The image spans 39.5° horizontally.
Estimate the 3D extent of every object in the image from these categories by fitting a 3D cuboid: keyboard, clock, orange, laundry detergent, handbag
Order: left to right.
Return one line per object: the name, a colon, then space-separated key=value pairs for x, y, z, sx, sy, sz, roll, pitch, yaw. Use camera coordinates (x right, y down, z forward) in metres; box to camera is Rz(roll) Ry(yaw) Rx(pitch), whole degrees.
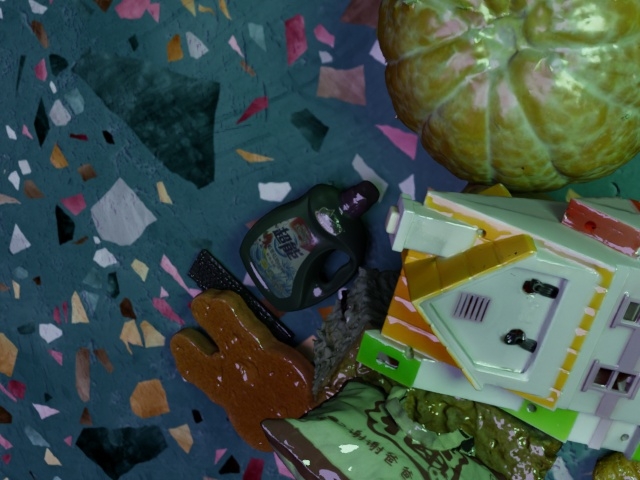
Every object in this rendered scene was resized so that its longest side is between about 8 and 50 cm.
keyboard: x=-0.124 y=0.096 z=1.345 sx=0.195 sy=0.018 sz=0.060 roll=43 pitch=122 yaw=13
laundry detergent: x=0.000 y=0.000 z=1.217 sx=0.222 sy=0.078 sz=0.144 roll=-33 pitch=88 yaw=29
handbag: x=0.068 y=0.215 z=0.839 sx=0.213 sy=0.235 sz=0.127 roll=38 pitch=111 yaw=16
clock: x=0.199 y=0.056 z=0.885 sx=0.309 sy=0.166 sz=0.235 roll=13 pitch=114 yaw=-7
orange: x=0.217 y=-0.208 z=0.936 sx=0.329 sy=0.249 sz=0.329 roll=5 pitch=100 yaw=28

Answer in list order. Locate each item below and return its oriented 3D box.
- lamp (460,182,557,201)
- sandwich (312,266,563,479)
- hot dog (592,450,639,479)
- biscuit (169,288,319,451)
lamp: x=0.229 y=0.017 z=1.050 sx=0.185 sy=0.161 sz=0.161 roll=31 pitch=117 yaw=13
sandwich: x=0.145 y=0.160 z=1.072 sx=0.325 sy=0.262 sz=0.131 roll=32 pitch=111 yaw=17
hot dog: x=0.455 y=0.247 z=1.036 sx=0.289 sy=0.083 sz=0.068 roll=-22 pitch=73 yaw=31
biscuit: x=-0.086 y=0.219 z=1.334 sx=0.334 sy=0.047 sz=0.202 roll=42 pitch=128 yaw=16
